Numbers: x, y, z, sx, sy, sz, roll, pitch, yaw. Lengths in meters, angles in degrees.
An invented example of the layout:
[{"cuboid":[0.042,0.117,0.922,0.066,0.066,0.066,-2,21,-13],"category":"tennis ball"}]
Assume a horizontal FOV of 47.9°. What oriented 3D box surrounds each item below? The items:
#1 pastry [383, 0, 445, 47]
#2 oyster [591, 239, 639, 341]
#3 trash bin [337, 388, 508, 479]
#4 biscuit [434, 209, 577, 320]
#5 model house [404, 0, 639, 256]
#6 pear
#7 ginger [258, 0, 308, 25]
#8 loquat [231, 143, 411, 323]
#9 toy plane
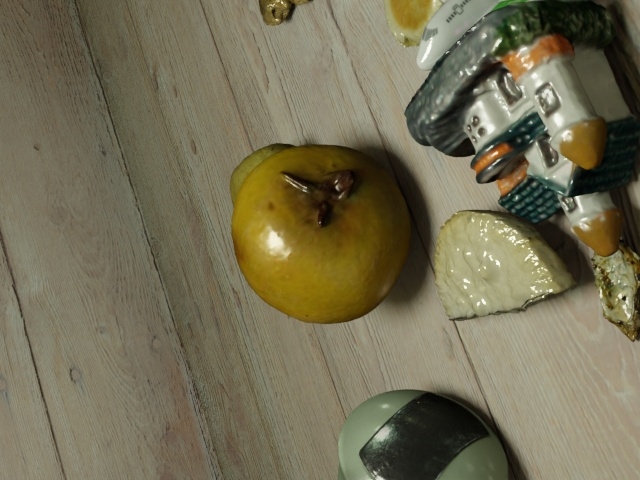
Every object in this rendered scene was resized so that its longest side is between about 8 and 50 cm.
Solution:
[{"cuboid":[0.167,-0.376,1.103,0.166,0.088,0.166,28,124,54],"category":"pastry"},{"cuboid":[0.393,0.063,0.946,0.086,0.029,0.132,41,138,54],"category":"oyster"},{"cuboid":[0.154,0.471,1.268,0.280,0.280,0.432,46,141,42],"category":"trash bin"},{"cuboid":[0.244,0.039,1.086,0.179,0.084,0.281,61,156,8],"category":"biscuit"},{"cuboid":[0.279,-0.110,0.914,0.271,0.190,0.301,-44,64,55],"category":"model house"},{"cuboid":[-0.083,-0.090,1.516,0.188,0.228,0.211,-29,92,15],"category":"pear"},{"cuboid":[-0.081,-0.494,1.497,0.165,0.067,0.096,25,100,54],"category":"ginger"},{"cuboid":[0.000,0.000,1.307,0.328,0.328,0.359,63,161,23],"category":"loquat"},{"cuboid":[0.223,-0.315,0.947,0.255,0.101,0.251,-50,39,3],"category":"toy plane"}]
